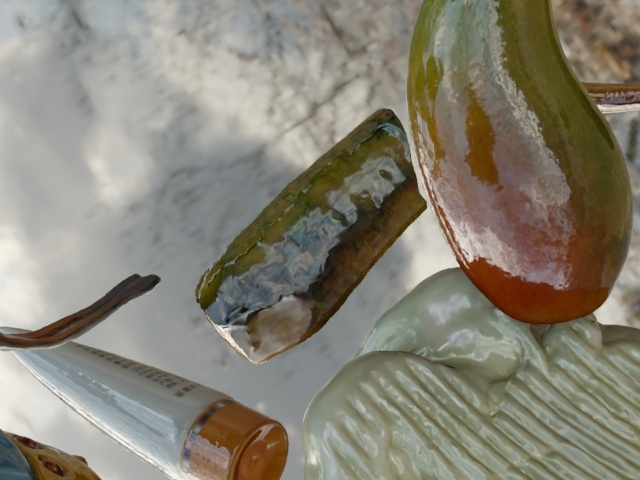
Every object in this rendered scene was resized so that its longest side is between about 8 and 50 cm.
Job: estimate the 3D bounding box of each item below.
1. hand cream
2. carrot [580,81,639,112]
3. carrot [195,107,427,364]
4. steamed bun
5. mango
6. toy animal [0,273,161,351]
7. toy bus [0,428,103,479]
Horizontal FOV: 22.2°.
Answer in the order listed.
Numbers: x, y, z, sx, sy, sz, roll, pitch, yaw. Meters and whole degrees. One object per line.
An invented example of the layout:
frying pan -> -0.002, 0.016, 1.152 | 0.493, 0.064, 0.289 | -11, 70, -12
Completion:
hand cream -> -0.175, 0.144, 1.494 | 0.314, 0.089, 0.139 | 22, 165, 37
carrot -> 0.241, -0.129, 1.490 | 0.190, 0.037, 0.037 | 6, 126, 41
carrot -> 0.000, 0.000, 1.021 | 0.082, 0.173, 0.082 | 48, 177, 3
steamed bun -> 0.151, 0.204, 1.321 | 0.339, 0.352, 0.247 | 29, 153, 6
mango -> 0.140, -0.071, 1.203 | 0.146, 0.129, 0.289 | -20, 99, 27
toy animal -> -0.307, 0.041, 1.211 | 0.225, 0.302, 0.284 | 2, 138, 53
toy bus -> -0.190, 0.148, 0.747 | 0.126, 0.210, 0.136 | 39, 109, 49
